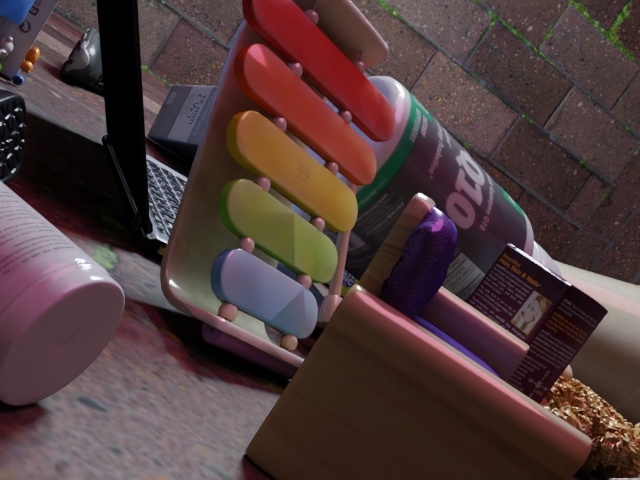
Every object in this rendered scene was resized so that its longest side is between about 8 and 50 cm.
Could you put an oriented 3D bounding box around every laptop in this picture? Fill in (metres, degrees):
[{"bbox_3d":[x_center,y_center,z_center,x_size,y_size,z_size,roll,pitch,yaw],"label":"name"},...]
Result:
[{"bbox_3d":[-0.116,-0.131,0.806,0.408,0.236,0.382,30,8,-29],"label":"laptop"}]

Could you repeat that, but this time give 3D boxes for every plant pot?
[{"bbox_3d":[0.573,0.196,1.594,0.305,0.334,0.334,24,8,-6],"label":"plant pot"}]

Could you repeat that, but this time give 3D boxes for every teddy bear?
[{"bbox_3d":[0.330,0.225,0.974,0.338,0.113,0.245,31,5,-26],"label":"teddy bear"}]

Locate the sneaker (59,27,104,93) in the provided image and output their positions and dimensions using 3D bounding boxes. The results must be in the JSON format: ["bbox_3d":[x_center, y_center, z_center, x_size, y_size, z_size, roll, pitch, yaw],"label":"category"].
[{"bbox_3d":[-0.408,-0.328,1.368,0.106,0.101,0.267,35,7,-16],"label":"sneaker"}]

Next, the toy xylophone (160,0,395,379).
[{"bbox_3d":[-0.015,-0.047,0.615,0.081,0.323,0.236,-2,-17,38],"label":"toy xylophone"}]

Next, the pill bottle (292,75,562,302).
[{"bbox_3d":[0.131,-0.013,0.908,0.361,0.204,0.204,39,4,-29],"label":"pill bottle"}]

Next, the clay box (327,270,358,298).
[{"bbox_3d":[0.060,0.060,1.076,0.222,0.053,0.127,38,9,34],"label":"clay box"}]

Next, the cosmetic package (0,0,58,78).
[{"bbox_3d":[-0.450,-0.335,0.991,0.151,0.151,0.184,30,9,-31],"label":"cosmetic package"}]

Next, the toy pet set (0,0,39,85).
[{"bbox_3d":[-0.395,-0.263,0.897,0.122,0.114,0.065,31,7,-29],"label":"toy pet set"}]

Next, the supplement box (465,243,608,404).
[{"bbox_3d":[0.201,0.114,0.792,0.080,0.188,0.104,30,8,-34],"label":"supplement box"}]

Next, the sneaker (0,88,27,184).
[{"bbox_3d":[-0.248,-0.053,0.412,0.097,0.084,0.235,9,8,-4],"label":"sneaker"}]

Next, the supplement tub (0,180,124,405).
[{"bbox_3d":[-0.149,0.014,0.328,0.107,0.071,0.071,36,7,18],"label":"supplement tub"}]

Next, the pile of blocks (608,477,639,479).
[{"bbox_3d":[0.395,0.326,0.716,0.362,0.149,0.113,21,55,-24],"label":"pile of blocks"}]

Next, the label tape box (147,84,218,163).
[{"bbox_3d":[-0.093,-0.142,1.186,0.249,0.115,0.347,30,-9,-36],"label":"label tape box"}]

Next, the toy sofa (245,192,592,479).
[{"bbox_3d":[0.095,0.085,0.549,0.150,0.177,0.362,35,6,9],"label":"toy sofa"}]
